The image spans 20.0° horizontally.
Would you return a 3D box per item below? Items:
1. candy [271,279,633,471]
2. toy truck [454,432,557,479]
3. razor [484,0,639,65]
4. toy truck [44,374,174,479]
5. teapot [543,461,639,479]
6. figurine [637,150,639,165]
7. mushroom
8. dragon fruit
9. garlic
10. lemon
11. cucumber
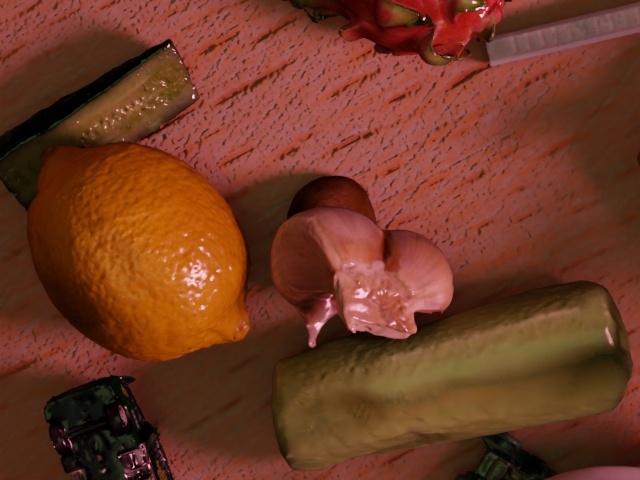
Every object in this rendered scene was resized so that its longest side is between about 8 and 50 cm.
[{"bbox_3d":[0.123,0.131,1.713,0.343,0.142,0.132,-14,105,4],"label":"candy"},{"bbox_3d":[0.208,0.251,1.746,0.154,0.078,0.080,32,93,1],"label":"toy truck"},{"bbox_3d":[0.293,-0.209,1.723,0.278,0.056,0.111,-13,94,3],"label":"razor"},{"bbox_3d":[-0.181,0.257,1.743,0.088,0.121,0.259,-20,93,5],"label":"toy truck"},{"bbox_3d":[0.348,0.324,1.669,0.424,0.252,0.280,27,123,-22],"label":"teapot"},{"bbox_3d":[0.490,0.009,1.592,0.401,0.268,0.387,-21,55,-28],"label":"figurine"},{"bbox_3d":[0.001,0.000,1.742,0.088,0.073,0.129,32,94,-2],"label":"mushroom"},{"bbox_3d":[0.064,-0.244,1.701,0.236,0.135,0.137,19,101,19],"label":"dragon fruit"},{"bbox_3d":[0.040,0.035,1.677,0.174,0.099,0.124,10,73,-25],"label":"garlic"},{"bbox_3d":[-0.170,0.009,1.696,0.256,0.188,0.188,41,95,3],"label":"lemon"},{"bbox_3d":[-0.221,-0.118,1.757,0.211,0.062,0.078,-34,125,-1],"label":"cucumber"}]
